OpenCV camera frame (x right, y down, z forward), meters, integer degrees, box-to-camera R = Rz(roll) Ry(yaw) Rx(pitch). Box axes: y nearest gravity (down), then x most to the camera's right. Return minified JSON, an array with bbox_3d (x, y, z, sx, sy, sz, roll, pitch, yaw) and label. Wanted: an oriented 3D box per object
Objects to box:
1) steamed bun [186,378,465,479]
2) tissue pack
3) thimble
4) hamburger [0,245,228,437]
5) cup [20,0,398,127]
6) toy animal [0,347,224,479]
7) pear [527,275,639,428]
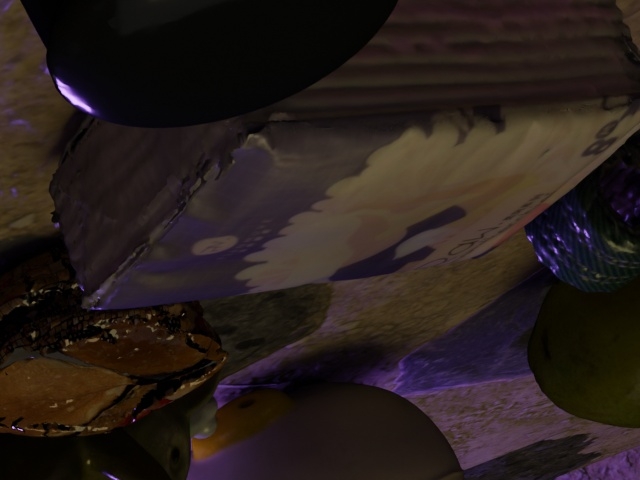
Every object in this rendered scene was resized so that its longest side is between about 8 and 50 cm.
[{"bbox_3d":[-0.013,0.324,1.683,0.374,0.333,0.334,-26,160,13],"label":"steamed bun"},{"bbox_3d":[0.026,-0.062,0.972,0.344,0.125,0.242,-6,156,-35],"label":"tissue pack"},{"bbox_3d":[0.255,-0.022,1.313,0.135,0.118,0.090,-5,156,-36],"label":"thimble"},{"bbox_3d":[-0.189,0.080,1.172,0.231,0.106,0.231,-14,160,-5],"label":"hamburger"},{"bbox_3d":[-0.047,-0.157,0.581,0.169,0.176,0.223,-4,155,-32],"label":"cup"},{"bbox_3d":[-0.198,0.210,1.392,0.363,0.180,0.181,-5,151,-41],"label":"toy animal"},{"bbox_3d":[0.345,0.091,1.574,0.269,0.212,0.212,-36,156,22],"label":"pear"}]
